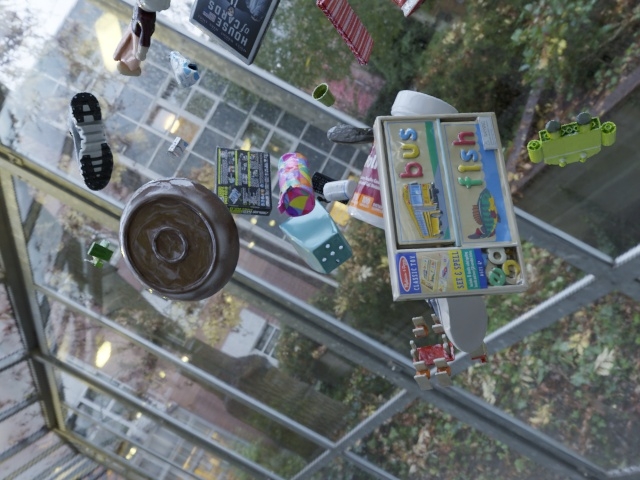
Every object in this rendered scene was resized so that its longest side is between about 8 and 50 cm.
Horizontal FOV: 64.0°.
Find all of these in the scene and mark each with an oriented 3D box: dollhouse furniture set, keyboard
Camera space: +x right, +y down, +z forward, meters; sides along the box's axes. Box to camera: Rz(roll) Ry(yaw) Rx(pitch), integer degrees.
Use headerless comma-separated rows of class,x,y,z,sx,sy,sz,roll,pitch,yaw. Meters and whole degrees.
dollhouse furniture set,-0.643,0.030,1.466,0.152,0.059,0.076,12,74,57
keyboard,0.032,-0.185,1.961,0.108,0.180,0.023,-58,24,24
dollhouse furniture set,0.460,0.403,1.849,0.259,0.135,0.261,-16,38,21

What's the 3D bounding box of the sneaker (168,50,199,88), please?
sneaker,-0.489,-0.618,1.839,0.085,0.086,0.237,80,165,-45

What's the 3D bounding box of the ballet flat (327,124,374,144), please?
ballet flat,0.143,-0.368,1.803,0.058,0.250,0.084,111,147,-61

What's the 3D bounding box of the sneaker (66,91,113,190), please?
sneaker,-0.551,-0.237,1.219,0.078,0.106,0.234,-15,-64,-31

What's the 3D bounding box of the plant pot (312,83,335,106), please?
plant pot,0.021,-0.616,2.196,0.083,0.079,0.083,-21,53,32

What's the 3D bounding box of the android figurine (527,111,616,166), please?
android figurine,0.784,-0.305,1.604,0.273,0.249,0.056,35,-132,-58

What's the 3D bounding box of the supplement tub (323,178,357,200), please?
supplement tub,0.072,-0.177,1.806,0.107,0.071,0.071,-3,47,41

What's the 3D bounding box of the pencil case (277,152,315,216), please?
pencil case,-0.073,-0.159,1.438,0.236,0.105,0.104,-97,30,-56

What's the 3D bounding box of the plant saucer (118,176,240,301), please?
plant saucer,-0.347,0.007,1.211,0.310,0.311,0.050,-62,-4,16

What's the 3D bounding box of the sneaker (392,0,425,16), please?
sneaker,0.177,-0.517,0.899,0.221,0.128,0.087,-44,6,46

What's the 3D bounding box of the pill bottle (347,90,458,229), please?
pill bottle,0.248,-0.222,1.518,0.224,0.224,0.391,-53,-16,-85

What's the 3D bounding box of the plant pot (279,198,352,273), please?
plant pot,0.000,0.000,1.713,0.166,0.165,0.234,-36,28,-4

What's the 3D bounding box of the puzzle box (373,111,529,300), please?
puzzle box,0.266,-0.081,1.087,0.052,0.273,0.408,98,167,-72

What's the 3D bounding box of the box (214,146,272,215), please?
box,-0.302,-0.230,1.990,0.060,0.217,0.269,121,147,-58

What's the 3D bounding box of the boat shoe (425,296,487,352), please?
boat shoe,0.320,0.126,1.344,0.127,0.340,0.158,-27,20,-15

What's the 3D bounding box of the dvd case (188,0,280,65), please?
dvd case,-0.188,-0.536,1.142,0.238,0.179,0.029,-50,6,48

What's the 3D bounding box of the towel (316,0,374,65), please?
towel,0.096,-0.780,1.842,0.031,0.275,0.198,-22,35,35

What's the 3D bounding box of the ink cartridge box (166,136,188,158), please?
ink cartridge box,-0.586,-0.376,2.096,0.083,0.028,0.048,-60,-36,-8

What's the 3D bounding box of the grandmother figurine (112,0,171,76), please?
grandmother figurine,-0.512,-0.608,1.458,0.342,0.104,0.207,-36,65,52
